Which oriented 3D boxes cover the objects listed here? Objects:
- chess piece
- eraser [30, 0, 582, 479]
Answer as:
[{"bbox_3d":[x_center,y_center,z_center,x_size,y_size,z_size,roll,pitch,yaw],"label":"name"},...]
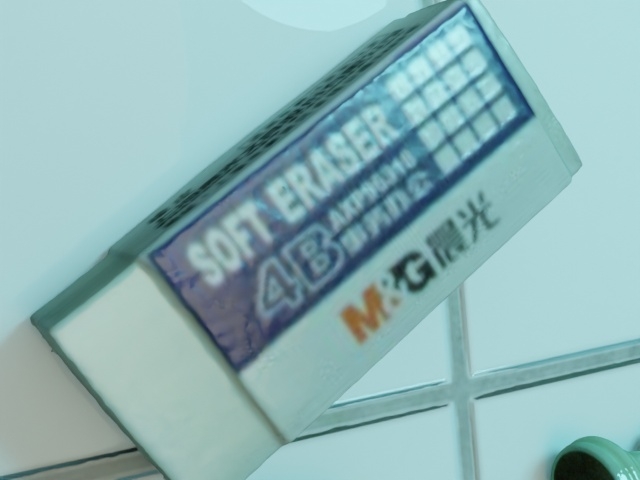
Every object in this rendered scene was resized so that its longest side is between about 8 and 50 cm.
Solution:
[{"bbox_3d":[0.206,0.148,0.632,0.103,0.067,0.067,-12,98,-31],"label":"chess piece"},{"bbox_3d":[0.000,0.000,0.519,0.279,0.081,0.124,-41,108,-16],"label":"eraser"}]
